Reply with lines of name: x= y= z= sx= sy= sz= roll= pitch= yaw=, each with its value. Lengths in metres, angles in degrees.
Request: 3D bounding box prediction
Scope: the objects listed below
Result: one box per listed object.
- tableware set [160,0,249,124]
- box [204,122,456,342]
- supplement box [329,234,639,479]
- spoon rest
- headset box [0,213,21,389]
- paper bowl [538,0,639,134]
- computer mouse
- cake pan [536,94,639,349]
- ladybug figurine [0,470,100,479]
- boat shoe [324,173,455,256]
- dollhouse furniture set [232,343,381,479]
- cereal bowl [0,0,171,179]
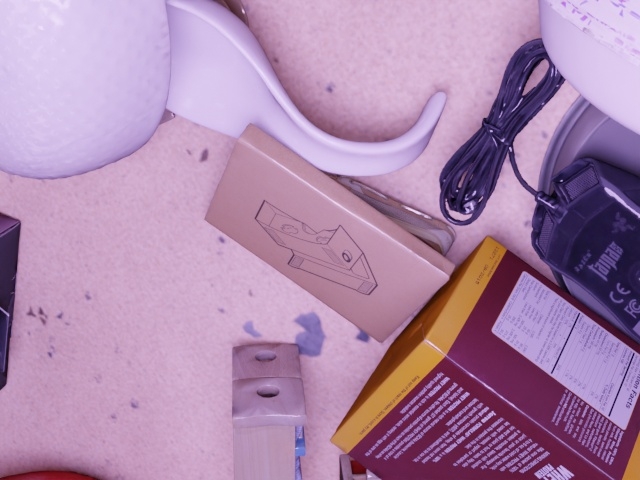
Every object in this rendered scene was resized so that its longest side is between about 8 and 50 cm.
tableware set: x=-0.152 y=-0.166 z=0.877 sx=0.194 sy=0.039 sz=0.128 roll=-19 pitch=105 yaw=28
box: x=0.000 y=0.000 z=0.853 sx=0.201 sy=0.021 sz=0.164 roll=35 pitch=152 yaw=0
supplement box: x=0.147 y=0.140 z=0.818 sx=0.194 sy=0.129 sz=0.191 roll=36 pitch=140 yaw=3
spoon rest: x=-0.042 y=-0.119 z=0.798 sx=0.276 sy=0.084 sz=0.137 roll=18 pitch=149 yaw=2
headset box: x=-0.449 y=0.051 z=1.051 sx=0.293 sy=0.110 sz=0.218 roll=21 pitch=119 yaw=11
paper bowl: x=0.245 y=-0.150 z=0.588 sx=0.284 sy=0.284 sz=0.148 roll=25 pitch=128 yaw=9
computer mouse: x=0.226 y=-0.036 z=0.717 sx=0.262 sy=0.060 sz=0.184 roll=34 pitch=126 yaw=17
cake pan: x=0.308 y=-0.012 z=0.759 sx=0.293 sy=0.054 sz=0.293 roll=9 pitch=116 yaw=18
ladybug figurine: x=-0.327 y=0.409 z=1.136 sx=0.305 sy=0.162 sz=0.449 roll=41 pitch=121 yaw=-1
boat shoe: x=0.042 y=-0.023 z=0.870 sx=0.153 sy=0.048 sz=0.056 roll=24 pitch=132 yaw=18
dollhouse furniture set: x=0.010 y=0.182 z=0.942 sx=0.183 sy=0.129 sz=0.129 roll=-1 pitch=114 yaw=-4
cereal bowl: x=-0.275 y=-0.193 z=0.779 sx=0.339 sy=0.141 sz=0.339 roll=30 pitch=138 yaw=31
